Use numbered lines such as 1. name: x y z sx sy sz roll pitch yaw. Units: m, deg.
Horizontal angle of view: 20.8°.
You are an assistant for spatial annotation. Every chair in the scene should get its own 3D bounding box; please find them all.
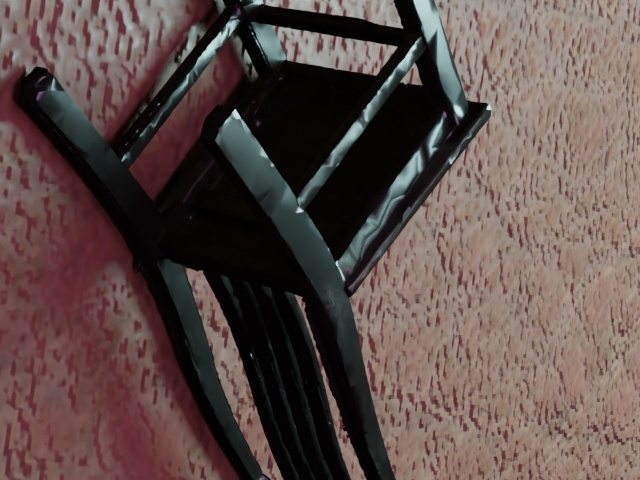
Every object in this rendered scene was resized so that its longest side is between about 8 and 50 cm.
1. chair: 0.000 0.000 0.558 0.101 0.084 0.212 -55 141 -27
